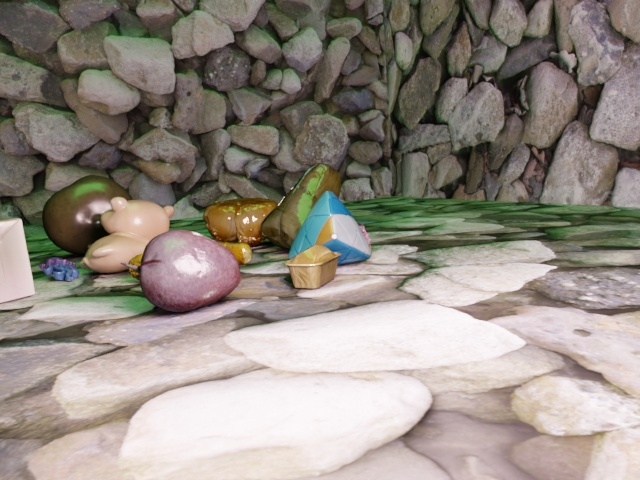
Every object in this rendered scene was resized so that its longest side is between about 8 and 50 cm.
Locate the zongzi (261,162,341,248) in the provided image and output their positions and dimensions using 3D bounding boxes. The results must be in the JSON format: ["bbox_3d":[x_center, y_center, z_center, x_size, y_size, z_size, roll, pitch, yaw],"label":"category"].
[{"bbox_3d":[-0.008,-0.106,1.771,0.174,0.356,0.393,40,-9,-27],"label":"zongzi"}]

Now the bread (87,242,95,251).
[{"bbox_3d":[-0.841,0.041,1.984,0.117,0.064,0.156,-15,14,-34],"label":"bread"}]

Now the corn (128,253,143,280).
[{"bbox_3d":[-0.419,0.075,1.444,0.293,0.106,0.106,-6,7,18],"label":"corn"}]

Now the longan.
[{"bbox_3d":[-0.957,-0.102,2.112,0.361,0.361,0.361,-4,8,1],"label":"longan"}]

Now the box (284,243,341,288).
[{"bbox_3d":[-0.016,0.061,1.301,0.111,0.111,0.177,0,9,24],"label":"box"}]

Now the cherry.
[{"bbox_3d":[-0.309,0.068,1.140,0.266,0.183,0.213,9,12,-21],"label":"cherry"}]

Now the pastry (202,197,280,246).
[{"bbox_3d":[-0.305,-0.067,2.034,0.316,0.184,0.284,-4,15,-3],"label":"pastry"}]

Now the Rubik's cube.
[{"bbox_3d":[0.000,0.000,1.458,0.254,0.254,0.254,-4,8,1],"label":"Rubik's cube"}]

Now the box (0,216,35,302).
[{"bbox_3d":[-0.967,0.050,1.434,0.341,0.224,0.143,3,12,40],"label":"box"}]

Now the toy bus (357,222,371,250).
[{"bbox_3d":[0.098,-0.008,1.712,0.090,0.112,0.274,-13,9,-8],"label":"toy bus"}]

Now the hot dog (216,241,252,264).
[{"bbox_3d":[-0.353,0.044,1.698,0.289,0.083,0.068,1,29,32],"label":"hot dog"}]

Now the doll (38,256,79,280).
[{"bbox_3d":[-0.841,0.095,1.637,0.110,0.067,0.206,7,10,-42],"label":"doll"}]

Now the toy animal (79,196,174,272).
[{"bbox_3d":[-0.671,-0.028,1.741,0.278,0.246,0.345,1,10,40],"label":"toy animal"}]
